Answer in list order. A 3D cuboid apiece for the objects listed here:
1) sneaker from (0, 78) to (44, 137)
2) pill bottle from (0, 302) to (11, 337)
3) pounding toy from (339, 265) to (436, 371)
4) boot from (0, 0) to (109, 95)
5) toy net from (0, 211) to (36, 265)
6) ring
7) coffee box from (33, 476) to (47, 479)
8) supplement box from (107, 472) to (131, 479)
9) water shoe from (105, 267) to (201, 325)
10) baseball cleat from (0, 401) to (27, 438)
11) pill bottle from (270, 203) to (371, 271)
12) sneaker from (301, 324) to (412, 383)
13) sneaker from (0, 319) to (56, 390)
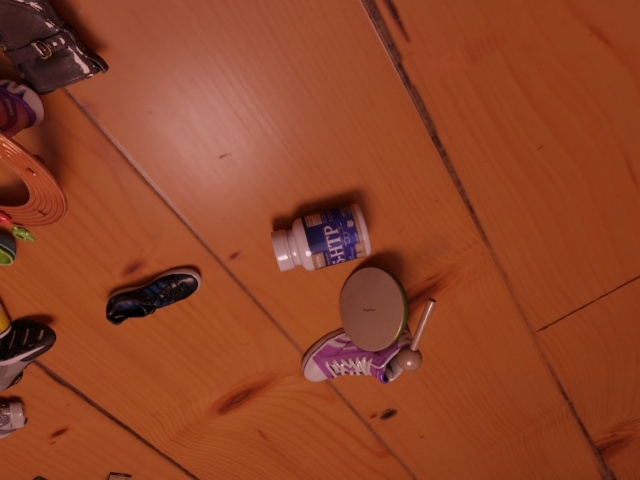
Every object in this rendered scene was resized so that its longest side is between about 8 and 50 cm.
[{"bbox_3d":[-0.566,-0.225,0.820,0.237,0.104,0.095,23,138,-13],"label":"sneaker"},{"bbox_3d":[-0.672,0.140,1.059,0.065,0.065,0.116,-9,121,-5],"label":"pill bottle"},{"bbox_3d":[0.161,0.159,1.160,0.110,0.237,0.182,5,107,-44],"label":"pounding toy"},{"bbox_3d":[-0.489,-0.319,0.804,0.263,0.091,0.228,-4,137,13],"label":"boot"},{"bbox_3d":[-0.639,-0.040,0.942,0.122,0.045,0.232,-19,134,39],"label":"toy net"},{"bbox_3d":[-0.569,-0.128,0.846,0.337,0.032,0.336,11,149,7],"label":"ring"},{"bbox_3d":[-0.709,0.703,1.402,0.113,0.040,0.184,-35,120,11],"label":"coffee box"},{"bbox_3d":[-0.540,0.672,1.390,0.056,0.083,0.083,18,114,-21],"label":"supplement box"},{"bbox_3d":[-0.343,0.124,1.102,0.203,0.080,0.072,-20,122,1],"label":"water shoe"},{"bbox_3d":[-0.733,0.379,1.174,0.110,0.072,0.205,-26,150,-5],"label":"baseball cleat"},{"bbox_3d":[0.000,0.000,1.075,0.187,0.112,0.111,-16,122,-1],"label":"pill bottle"},{"bbox_3d":[0.085,0.280,1.231,0.282,0.161,0.102,-32,122,10],"label":"sneaker"},{"bbox_3d":[-0.661,0.255,1.121,0.272,0.100,0.108,-27,131,13],"label":"sneaker"}]
